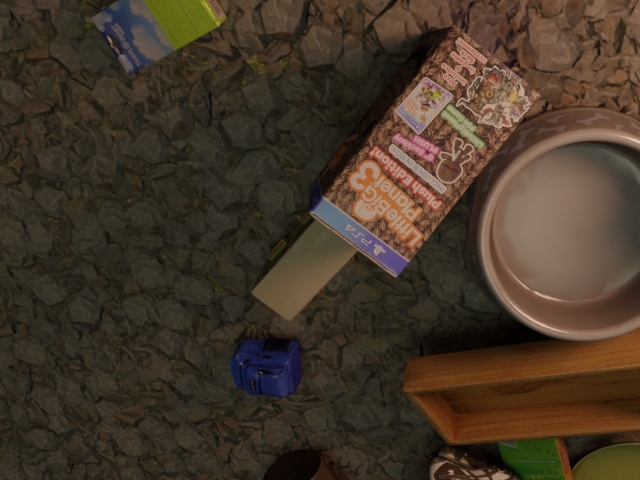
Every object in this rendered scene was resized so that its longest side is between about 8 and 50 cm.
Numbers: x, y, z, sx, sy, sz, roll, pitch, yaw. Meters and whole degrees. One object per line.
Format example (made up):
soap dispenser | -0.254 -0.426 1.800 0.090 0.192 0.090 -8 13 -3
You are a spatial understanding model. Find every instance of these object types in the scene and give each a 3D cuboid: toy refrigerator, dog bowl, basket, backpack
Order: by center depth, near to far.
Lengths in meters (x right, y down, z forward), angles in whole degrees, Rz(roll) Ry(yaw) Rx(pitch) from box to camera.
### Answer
dog bowl | 0.375 -0.014 1.270 0.349 0.102 0.348 1 104 4
toy refrigerator | 0.000 0.000 1.434 0.094 0.102 0.269 36 123 -9
backpack | -0.104 0.229 1.602 0.120 0.101 0.098 5 115 15
basket | -0.013 0.540 1.742 0.204 0.154 0.227 -17 111 21

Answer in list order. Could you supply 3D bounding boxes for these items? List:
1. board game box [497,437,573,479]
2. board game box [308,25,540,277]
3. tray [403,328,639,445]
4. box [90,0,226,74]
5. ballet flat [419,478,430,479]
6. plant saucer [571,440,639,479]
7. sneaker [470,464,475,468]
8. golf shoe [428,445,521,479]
board game box | 0.397 0.429 1.608 0.124 0.039 0.259 5 123 40
board game box | 0.125 -0.126 1.192 0.141 0.232 0.291 37 98 -8
tray | 0.365 0.245 1.447 0.411 0.076 0.203 -11 137 29
box | -0.243 -0.335 1.327 0.178 0.042 0.109 -22 112 25
ballet flat | 0.304 0.557 1.634 0.342 0.124 0.116 35 101 -20
plant saucer | 0.567 0.446 1.599 0.241 0.037 0.241 6 121 10
sneaker | 0.231 0.499 1.696 0.066 0.071 0.188 39 122 -10
golf shoe | 0.281 0.449 1.600 0.198 0.094 0.077 22 145 -7
